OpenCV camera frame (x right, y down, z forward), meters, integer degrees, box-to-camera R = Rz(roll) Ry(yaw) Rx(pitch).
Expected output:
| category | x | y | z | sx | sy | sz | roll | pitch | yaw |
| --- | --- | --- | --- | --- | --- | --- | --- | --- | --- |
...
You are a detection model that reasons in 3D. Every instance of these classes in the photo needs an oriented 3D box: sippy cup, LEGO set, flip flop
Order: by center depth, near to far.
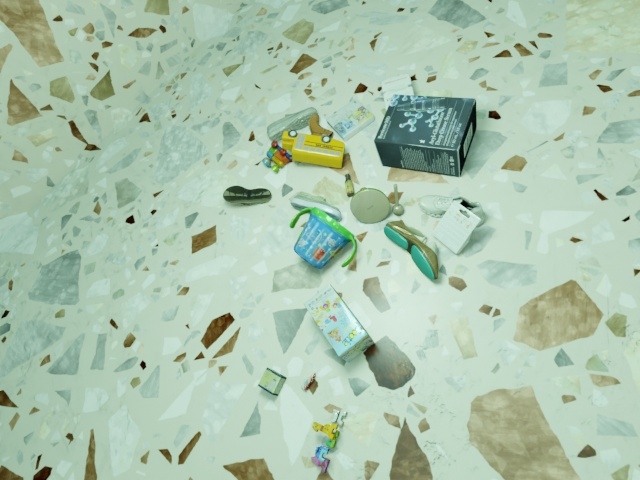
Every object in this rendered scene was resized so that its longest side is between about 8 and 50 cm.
| category | x | y | z | sx | sy | sz | roll | pitch | yaw |
| --- | --- | --- | --- | --- | --- | --- | --- | --- | --- |
| LEGO set | 0.010 | 0.742 | 1.522 | 0.093 | 0.087 | 0.227 | 15 | 69 | 27 |
| sippy cup | 0.000 | 0.000 | 1.842 | 0.224 | 0.240 | 0.305 | -53 | 34 | 1 |
| flip flop | -0.401 | -0.238 | 2.200 | 0.277 | 0.080 | 0.112 | 1 | 59 | 5 |

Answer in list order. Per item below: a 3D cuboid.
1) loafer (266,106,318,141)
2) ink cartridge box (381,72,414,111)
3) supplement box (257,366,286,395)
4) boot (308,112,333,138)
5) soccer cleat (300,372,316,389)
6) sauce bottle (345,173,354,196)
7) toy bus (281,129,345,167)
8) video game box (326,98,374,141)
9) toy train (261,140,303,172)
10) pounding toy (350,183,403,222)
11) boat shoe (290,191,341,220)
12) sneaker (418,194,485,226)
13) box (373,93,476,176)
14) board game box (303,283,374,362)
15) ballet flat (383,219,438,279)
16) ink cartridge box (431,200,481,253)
| category | x | y | z | sx | sy | sz | roll | pitch | yaw |
| --- | --- | --- | --- | --- | --- | --- | --- | --- | --- |
| loafer | -0.169 | -0.690 | 2.317 | 0.319 | 0.112 | 0.111 | -24 | 66 | 9 |
| ink cartridge box | 0.418 | -0.770 | 2.142 | 0.158 | 0.092 | 0.218 | -11 | 62 | 15 |
| supplement box | -0.204 | 0.597 | 1.697 | 0.083 | 0.056 | 0.083 | 19 | 73 | 28 |
| boot | 0.003 | -0.615 | 2.238 | 0.152 | 0.073 | 0.197 | 11 | 81 | 27 |
| soccer cleat | -0.051 | 0.580 | 1.663 | 0.035 | 0.029 | 0.083 | 29 | 82 | 26 |
| sauce bottle | 0.144 | -0.281 | 2.025 | 0.042 | 0.042 | 0.128 | -16 | 61 | 13 |
| toy bus | -0.040 | -0.477 | 2.102 | 0.332 | 0.108 | 0.130 | 10 | 68 | 4 |
| video game box | 0.164 | -0.666 | 2.214 | 0.205 | 0.048 | 0.187 | -36 | 55 | 1 |
| toy train | -0.215 | -0.430 | 2.213 | 0.143 | 0.105 | 0.248 | -49 | 57 | 5 |
| pounding toy | 0.259 | -0.191 | 1.881 | 0.237 | 0.183 | 0.110 | -10 | 35 | 16 |
| boat shoe | -0.018 | -0.182 | 2.000 | 0.302 | 0.109 | 0.094 | 20 | 71 | 31 |
| sneaker | 0.569 | -0.155 | 1.753 | 0.292 | 0.118 | 0.110 | 17 | 73 | 29 |
| box | 0.500 | -0.502 | 1.902 | 0.395 | 0.212 | 0.293 | 14 | 70 | 27 |
| board game box | 0.076 | 0.343 | 1.669 | 0.144 | 0.142 | 0.275 | -37 | 57 | -1 |
| ballet flat | 0.421 | 0.021 | 1.737 | 0.124 | 0.116 | 0.342 | -28 | 51 | -17 |
| ink cartridge box | 0.574 | -0.056 | 1.690 | 0.145 | 0.045 | 0.179 | 46 | 118 | 33 |
